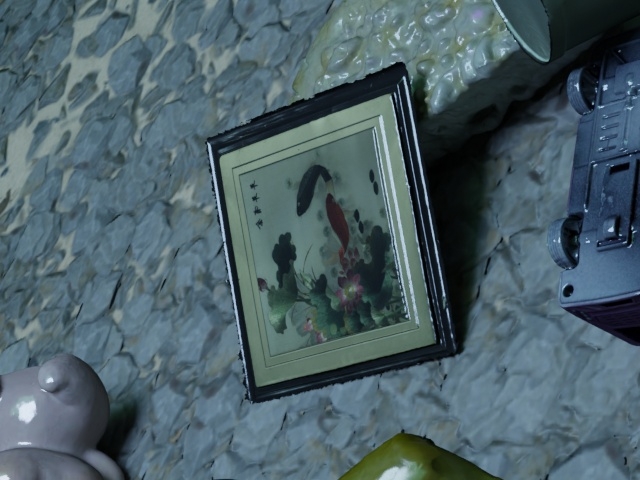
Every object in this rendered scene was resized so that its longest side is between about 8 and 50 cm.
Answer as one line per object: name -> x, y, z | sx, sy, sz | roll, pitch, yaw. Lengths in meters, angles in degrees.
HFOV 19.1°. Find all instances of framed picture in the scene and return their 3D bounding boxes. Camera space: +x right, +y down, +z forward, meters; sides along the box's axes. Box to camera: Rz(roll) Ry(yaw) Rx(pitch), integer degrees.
framed picture -> 0.000, 0.000, 1.284 | 0.199, 0.010, 0.195 | -18, 78, 42

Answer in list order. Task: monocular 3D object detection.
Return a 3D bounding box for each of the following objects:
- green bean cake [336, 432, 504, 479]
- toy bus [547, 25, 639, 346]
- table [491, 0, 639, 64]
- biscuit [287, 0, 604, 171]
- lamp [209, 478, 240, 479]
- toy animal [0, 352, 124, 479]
green bean cake -> 0.108, 0.213, 0.890 | 0.124, 0.236, 0.233 | -43, 40, 12
toy bus -> 0.195, -0.033, 1.097 | 0.087, 0.098, 0.178 | -15, 56, 43
table -> 0.202, -0.207, 1.124 | 0.220, 0.126, 0.126 | -26, 38, -5
biscuit -> 0.079, -0.138, 1.307 | 0.281, 0.084, 0.179 | -31, 49, 38
lamp -> -0.061, 0.201, 1.198 | 0.105, 0.105, 0.105 | -29, 44, 32
toy animal -> -0.201, 0.192, 1.360 | 0.124, 0.124, 0.212 | -26, 52, 34
